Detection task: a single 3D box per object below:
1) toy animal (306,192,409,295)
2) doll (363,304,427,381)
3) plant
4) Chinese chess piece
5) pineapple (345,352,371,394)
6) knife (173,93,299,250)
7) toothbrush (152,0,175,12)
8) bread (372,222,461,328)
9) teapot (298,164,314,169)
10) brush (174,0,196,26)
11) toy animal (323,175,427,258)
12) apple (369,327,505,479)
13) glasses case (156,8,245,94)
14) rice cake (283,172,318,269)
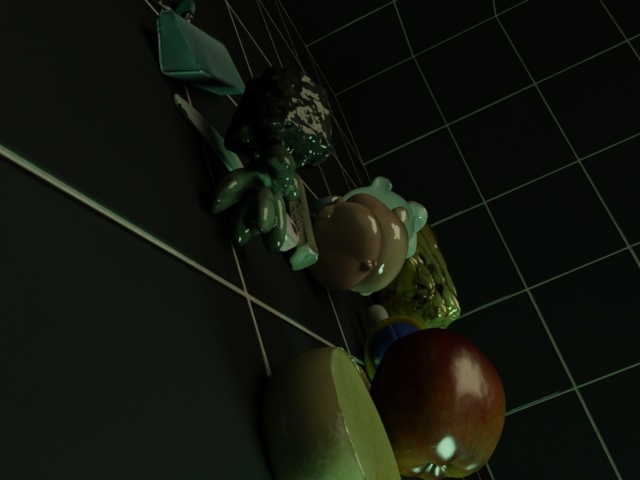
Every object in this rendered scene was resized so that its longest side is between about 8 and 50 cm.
[{"bbox_3d":[0.072,0.007,1.368,0.229,0.210,0.221,28,10,-10],"label":"toy animal"},{"bbox_3d":[0.181,0.240,1.512,0.242,0.159,0.311,51,14,-51],"label":"doll"},{"bbox_3d":[-0.068,-0.116,0.988,0.146,0.149,0.275,27,57,-21],"label":"plant"},{"bbox_3d":[0.020,0.254,0.828,0.251,0.097,0.251,-24,90,-80],"label":"Chinese chess piece"},{"bbox_3d":[0.060,0.270,1.140,0.221,0.047,0.221,61,11,-21],"label":"pineapple"},{"bbox_3d":[-0.127,-0.111,1.088,0.336,0.043,0.081,56,14,-35],"label":"knife"},{"bbox_3d":[-0.252,-0.390,1.162,0.167,0.014,0.011,-2,85,-80],"label":"toothbrush"},{"bbox_3d":[0.237,0.129,1.905,0.277,0.167,0.325,122,-37,-51],"label":"bread"},{"bbox_3d":[-0.058,-0.241,1.568,0.165,0.130,0.119,21,52,-28],"label":"teapot"},{"bbox_3d":[-0.227,-0.385,1.171,0.193,0.032,0.043,-85,163,-55],"label":"brush"},{"bbox_3d":[0.132,-0.039,1.756,0.265,0.271,0.206,78,15,-78],"label":"toy animal"},{"bbox_3d":[0.184,0.262,1.082,0.234,0.234,0.234,62,11,-21],"label":"apple"},{"bbox_3d":[-0.195,-0.288,1.101,0.105,0.056,0.266,63,10,-1],"label":"glasses case"},{"bbox_3d":[-0.048,-0.043,1.289,0.052,0.057,0.256,37,25,-32],"label":"rice cake"}]
